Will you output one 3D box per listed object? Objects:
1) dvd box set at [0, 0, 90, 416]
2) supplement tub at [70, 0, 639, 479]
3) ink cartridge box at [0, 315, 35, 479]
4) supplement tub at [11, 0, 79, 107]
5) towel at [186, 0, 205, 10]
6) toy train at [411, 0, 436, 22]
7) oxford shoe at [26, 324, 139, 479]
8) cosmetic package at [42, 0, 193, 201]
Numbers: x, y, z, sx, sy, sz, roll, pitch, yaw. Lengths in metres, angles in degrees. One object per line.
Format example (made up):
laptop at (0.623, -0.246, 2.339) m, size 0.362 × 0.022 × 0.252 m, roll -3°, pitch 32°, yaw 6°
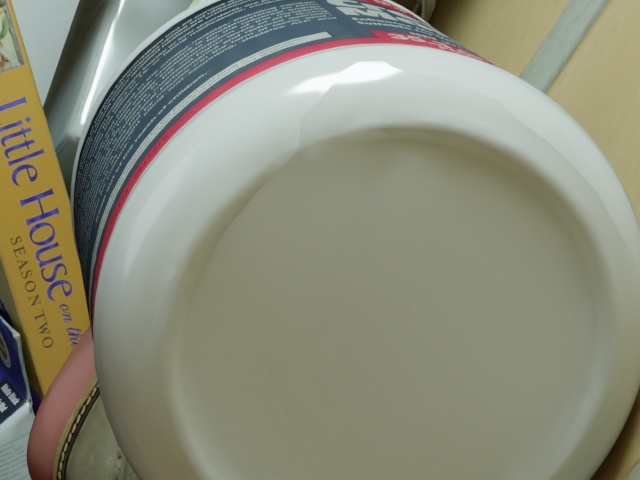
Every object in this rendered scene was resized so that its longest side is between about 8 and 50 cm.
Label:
dvd box set at (-0.248, -0.028, 1.245) m, size 0.307 × 0.062 × 0.420 m, roll 27°, pitch 135°, yaw 58°
supplement tub at (0.000, 0.000, 0.687) m, size 0.272 × 0.191 × 0.191 m, roll -124°, pitch 56°, yaw -71°
ink cartridge box at (-0.243, 0.129, 1.240) m, size 0.223 × 0.045 × 0.224 m, roll 33°, pitch 140°, yaw 55°
supplement tub at (-0.257, -0.172, 1.736) m, size 0.331 × 0.241 × 0.241 m, roll 152°, pitch 137°, yaw -68°
towel at (0.004, -0.188, 0.971) m, size 0.325 × 0.038 × 0.248 m, roll -51°, pitch 5°, yaw 5°
toy train at (0.075, -0.193, 0.966) m, size 0.166 × 0.046 × 0.125 m, roll 134°, pitch 153°, yaw -55°
oxford shoe at (-0.030, 0.026, 0.988) m, size 0.130 × 0.123 × 0.348 m, roll 32°, pitch 97°, yaw 43°
cosmetic package at (-0.075, -0.219, 1.304) m, size 0.230 × 0.161 × 0.453 m, roll 146°, pitch 142°, yaw -66°
